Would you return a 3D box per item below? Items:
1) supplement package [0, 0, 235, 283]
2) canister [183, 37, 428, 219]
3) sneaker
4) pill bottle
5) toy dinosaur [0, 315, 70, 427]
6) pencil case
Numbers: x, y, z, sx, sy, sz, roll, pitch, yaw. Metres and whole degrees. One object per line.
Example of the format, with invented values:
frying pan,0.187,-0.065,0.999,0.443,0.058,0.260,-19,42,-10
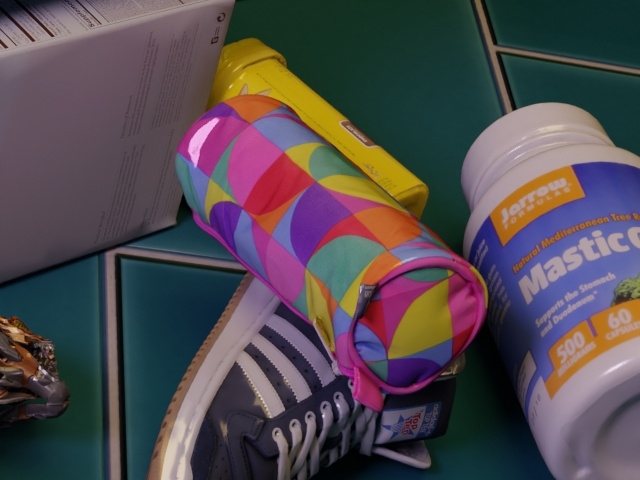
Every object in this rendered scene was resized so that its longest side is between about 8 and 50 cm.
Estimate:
supplement package,-0.195,-0.098,1.275,0.203,0.194,0.149,-20,50,-40
canister,-0.016,-0.040,1.336,0.170,0.126,0.073,42,42,24
sneaker,-0.005,0.114,1.170,0.153,0.099,0.282,20,34,5
pill bottle,0.183,0.031,1.306,0.152,0.152,0.272,3,40,-20
toy dinosaur,-0.292,0.106,1.061,0.322,0.164,0.218,-21,35,-17
pencil case,0.000,0.000,1.173,0.104,0.104,0.236,-7,32,-29
